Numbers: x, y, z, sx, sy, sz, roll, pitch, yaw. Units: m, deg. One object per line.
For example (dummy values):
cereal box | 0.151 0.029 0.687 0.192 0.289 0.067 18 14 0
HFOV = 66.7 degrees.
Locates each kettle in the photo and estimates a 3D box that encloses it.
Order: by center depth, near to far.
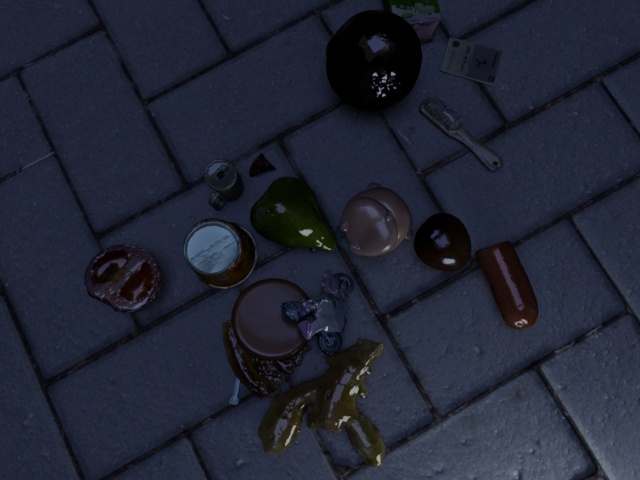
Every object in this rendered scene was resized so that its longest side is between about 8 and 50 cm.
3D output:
kettle | -0.291 -0.167 1.490 0.098 0.148 0.127 -3 79 0

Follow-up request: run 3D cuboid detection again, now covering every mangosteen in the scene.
mangosteen | 0.164 -0.547 1.483 0.297 0.313 0.297 5 118 9

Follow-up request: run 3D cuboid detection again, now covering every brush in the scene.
brush | 0.448 -0.342 1.533 0.327 0.065 0.070 44 82 7

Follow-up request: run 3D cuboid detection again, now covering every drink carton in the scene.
drink carton | 0.285 -0.787 1.591 0.161 0.108 0.271 -8 79 -1

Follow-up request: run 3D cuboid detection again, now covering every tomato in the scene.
tomato | -0.578 0.117 1.472 0.228 0.112 0.199 31 75 8

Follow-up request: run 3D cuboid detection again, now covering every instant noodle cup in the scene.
instant noodle cup | -0.304 0.031 1.443 0.216 0.172 0.215 0 80 1

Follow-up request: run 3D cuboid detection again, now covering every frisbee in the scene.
frisbee | -0.141 0.232 1.454 0.251 0.021 0.251 2 69 -5

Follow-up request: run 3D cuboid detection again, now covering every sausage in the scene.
sausage | 0.554 0.131 1.424 0.113 0.113 0.259 -20 79 -1

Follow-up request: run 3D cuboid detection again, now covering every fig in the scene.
fig | -0.065 -0.052 1.450 0.275 0.206 0.206 40 84 -5

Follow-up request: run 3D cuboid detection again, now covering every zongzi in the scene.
zongzi | -0.192 -0.250 1.556 0.083 0.067 0.073 -15 68 -19

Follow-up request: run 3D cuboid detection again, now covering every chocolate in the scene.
chocolate | 0.366 0.012 1.438 0.177 0.177 0.176 0 80 2

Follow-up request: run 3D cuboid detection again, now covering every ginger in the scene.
ginger | 0.017 0.449 1.400 0.363 0.122 0.348 5 78 9

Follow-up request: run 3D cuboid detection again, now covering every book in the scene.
book | 0.494 -0.589 1.595 0.182 0.014 0.127 18 81 6

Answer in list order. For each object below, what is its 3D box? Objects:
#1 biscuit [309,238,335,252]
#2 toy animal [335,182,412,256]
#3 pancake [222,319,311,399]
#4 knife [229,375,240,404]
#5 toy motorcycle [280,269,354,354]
biscuit | 0.000 0.000 1.515 0.092 0.016 0.082 4 79 5
toy animal | 0.156 -0.057 1.410 0.229 0.221 0.210 -31 89 -6
pancake | -0.154 0.329 1.445 0.244 0.057 0.266 -19 79 -2
knife | -0.251 0.442 1.454 0.027 0.010 0.096 8 79 5
toy motorcycle | -0.013 0.192 1.413 0.204 0.108 0.239 18 54 -11
